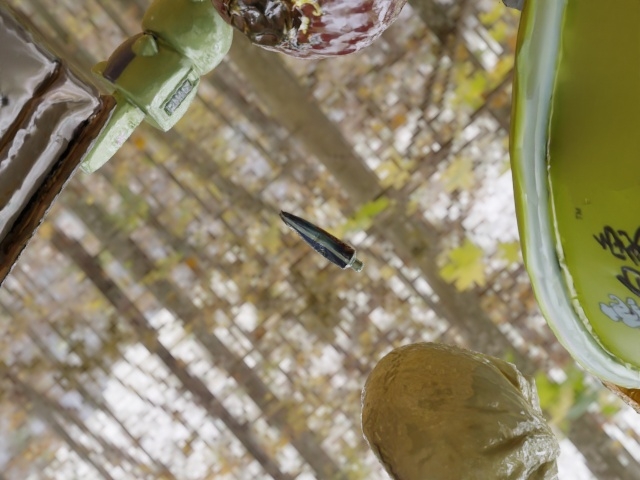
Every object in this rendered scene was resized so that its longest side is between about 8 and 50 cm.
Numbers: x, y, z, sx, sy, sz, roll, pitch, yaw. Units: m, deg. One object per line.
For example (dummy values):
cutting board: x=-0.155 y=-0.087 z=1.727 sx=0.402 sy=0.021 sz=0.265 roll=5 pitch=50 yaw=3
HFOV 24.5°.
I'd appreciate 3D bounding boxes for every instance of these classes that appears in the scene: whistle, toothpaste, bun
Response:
whistle: x=-0.161 y=-0.159 z=1.410 sx=0.227 sy=0.085 sz=0.105 roll=-52 pitch=156 yaw=-6
toothpaste: x=0.000 y=0.000 z=1.214 sx=0.019 sy=0.083 sz=0.027 roll=-56 pitch=-174 yaw=-6
bun: x=0.125 y=0.160 z=1.126 sx=0.127 sy=0.222 sz=0.222 roll=-40 pitch=-177 yaw=4

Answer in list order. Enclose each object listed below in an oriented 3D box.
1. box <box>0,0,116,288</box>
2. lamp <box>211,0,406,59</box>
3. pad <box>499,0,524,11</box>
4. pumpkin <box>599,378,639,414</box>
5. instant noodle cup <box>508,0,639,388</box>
box: x=-0.300 y=-0.030 z=0.741 sx=0.297 sy=0.190 sz=0.225 roll=-7 pitch=-132 yaw=44
lamp: x=-0.009 y=-0.124 z=0.639 sx=0.090 sy=0.101 sz=0.101 roll=-61 pitch=-168 yaw=-29
pad: x=0.222 y=-0.210 z=0.679 sx=0.323 sy=0.250 sz=0.055 roll=11 pitch=-139 yaw=27
pumpkin: x=0.336 y=0.139 z=1.545 sx=0.073 sy=0.101 sz=0.035 roll=-55 pitch=-175 yaw=-13
instant noodle cup: x=0.236 y=-0.052 z=0.455 sx=0.221 sy=0.311 sz=0.311 roll=26 pitch=-121 yaw=41
